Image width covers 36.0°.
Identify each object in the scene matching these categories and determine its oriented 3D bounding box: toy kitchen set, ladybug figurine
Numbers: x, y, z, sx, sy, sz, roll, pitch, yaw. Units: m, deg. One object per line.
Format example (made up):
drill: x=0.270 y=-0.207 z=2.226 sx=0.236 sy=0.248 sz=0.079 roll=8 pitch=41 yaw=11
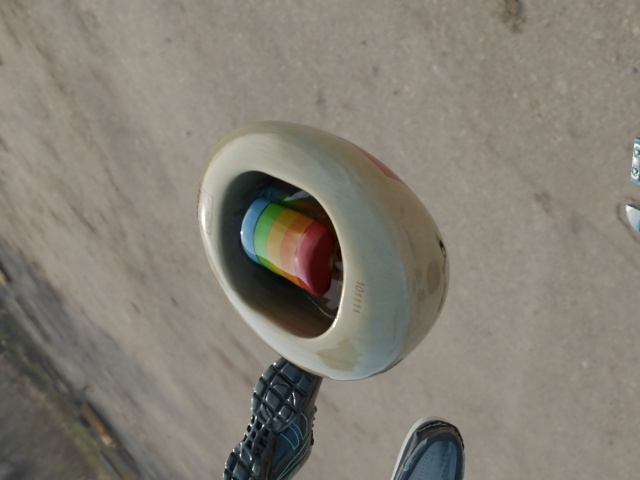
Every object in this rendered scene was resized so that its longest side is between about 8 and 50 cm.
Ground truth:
toy kitchen set: x=0.594 y=-0.070 z=1.662 sx=0.207 sy=0.122 sz=0.166 roll=37 pitch=133 yaw=57
ladybug figurine: x=0.000 y=0.000 z=1.245 sx=0.449 sy=0.162 sz=0.305 roll=31 pitch=122 yaw=45

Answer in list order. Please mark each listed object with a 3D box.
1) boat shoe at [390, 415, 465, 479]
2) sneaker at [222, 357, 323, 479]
boat shoe: x=0.133 y=0.407 z=1.432 sx=0.114 sy=0.302 sz=0.091 roll=12 pitch=-177 yaw=-4
sneaker: x=-0.057 y=0.283 z=1.512 sx=0.106 sy=0.267 sz=0.101 roll=13 pitch=-161 yaw=-46
